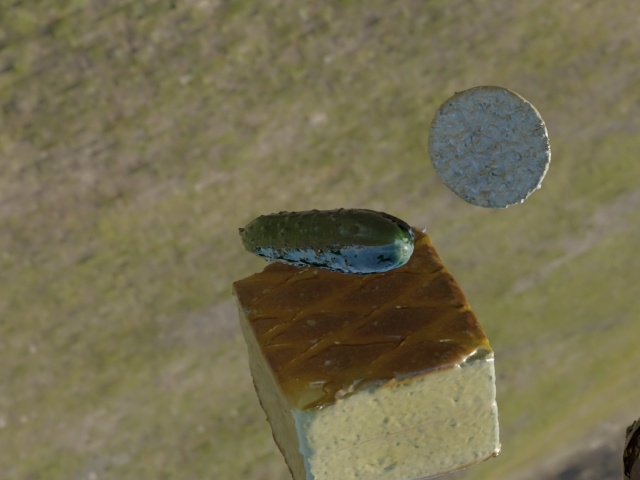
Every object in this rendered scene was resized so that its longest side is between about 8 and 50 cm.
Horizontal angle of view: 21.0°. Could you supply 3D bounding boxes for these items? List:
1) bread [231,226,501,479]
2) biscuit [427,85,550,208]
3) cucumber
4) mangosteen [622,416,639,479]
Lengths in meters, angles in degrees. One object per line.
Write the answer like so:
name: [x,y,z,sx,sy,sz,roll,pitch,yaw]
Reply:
bread: [0.056,0.154,2.169,0.279,0.279,0.207,-13,131,-8]
biscuit: [0.196,-0.109,2.002,0.152,0.152,0.020,-33,179,27]
cucumber: [0.000,0.000,1.693,0.227,0.069,0.069,2,-168,43]
mangosteen: [0.421,0.246,1.789,0.192,0.192,0.217,-25,-170,-13]
